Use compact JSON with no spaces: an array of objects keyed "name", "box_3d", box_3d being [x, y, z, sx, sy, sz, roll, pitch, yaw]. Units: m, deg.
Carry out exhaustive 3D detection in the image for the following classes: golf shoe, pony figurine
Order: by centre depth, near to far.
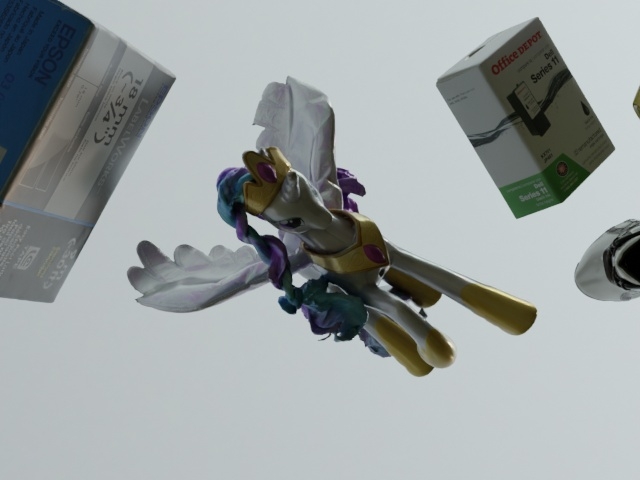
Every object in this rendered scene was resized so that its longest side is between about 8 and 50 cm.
[{"name":"golf shoe","box_3d":[0.291,0.014,1.423,0.094,0.198,0.077,-8,-101,-35]},{"name":"pony figurine","box_3d":[0.000,0.000,1.608,0.363,0.351,0.303,35,-100,-26]}]

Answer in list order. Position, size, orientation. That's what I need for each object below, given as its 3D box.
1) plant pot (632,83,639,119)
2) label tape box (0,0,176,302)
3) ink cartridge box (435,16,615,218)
[{"name":"plant pot","box_3d":[0.412,-0.159,1.727,0.095,0.134,0.134,-39,-56,2]},{"name":"label tape box","box_3d":[-0.236,-0.074,1.331,0.241,0.106,0.333,-61,-12,1]},{"name":"ink cartridge box","box_3d":[0.262,-0.158,1.945,0.153,0.087,0.208,-41,-77,-38]}]
